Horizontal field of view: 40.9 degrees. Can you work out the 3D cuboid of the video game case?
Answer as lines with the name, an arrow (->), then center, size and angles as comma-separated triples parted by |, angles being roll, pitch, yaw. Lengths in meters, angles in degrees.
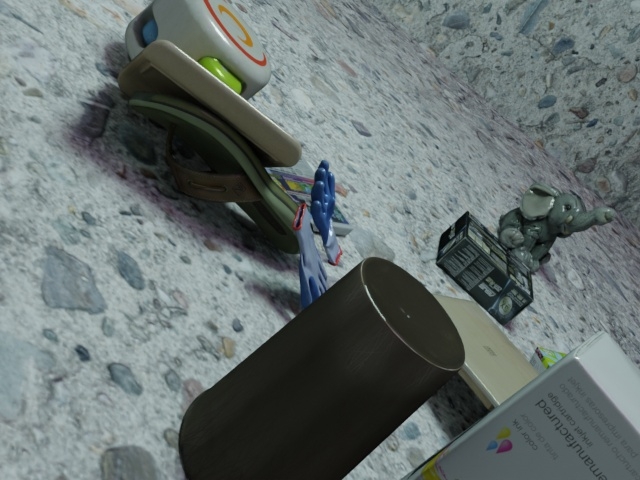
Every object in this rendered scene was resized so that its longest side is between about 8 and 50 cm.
video game case -> -0.054, -0.088, 1.318 | 0.201, 0.023, 0.183 | 8, 43, -57

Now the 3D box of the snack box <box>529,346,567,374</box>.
snack box -> 0.450, 0.274, 1.411 | 0.175, 0.070, 0.207 | 16, 22, -14

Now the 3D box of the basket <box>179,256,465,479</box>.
basket -> 0.009, 0.134, 0.792 | 0.154, 0.227, 0.204 | 49, 23, 8

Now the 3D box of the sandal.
sandal -> -0.124, -0.073, 1.079 | 0.303, 0.086, 0.120 | 47, -18, -25

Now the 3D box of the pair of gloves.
pair of gloves -> 0.000, 0.000, 1.114 | 0.198, 0.023, 0.159 | -73, 157, -50

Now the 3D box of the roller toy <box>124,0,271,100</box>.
roller toy -> -0.180, -0.268, 1.248 | 0.191, 0.146, 0.209 | 55, 17, -1

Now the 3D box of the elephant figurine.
elephant figurine -> 0.535, -0.053, 1.971 | 0.186, 0.239, 0.169 | 50, 24, 12

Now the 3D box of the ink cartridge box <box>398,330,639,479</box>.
ink cartridge box -> 0.209, 0.268, 0.804 | 0.226, 0.306, 0.131 | 52, 24, 15

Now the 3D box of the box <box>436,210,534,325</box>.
box -> 0.314, 0.050, 1.635 | 0.180, 0.077, 0.147 | 42, 23, -7

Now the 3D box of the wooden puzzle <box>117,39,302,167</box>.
wooden puzzle -> -0.145, -0.167, 1.097 | 0.221, 0.044, 0.239 | 36, -13, -19

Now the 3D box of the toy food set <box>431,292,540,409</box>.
toy food set -> 0.216, 0.192, 1.248 | 0.220, 0.092, 0.306 | 14, 30, -50
